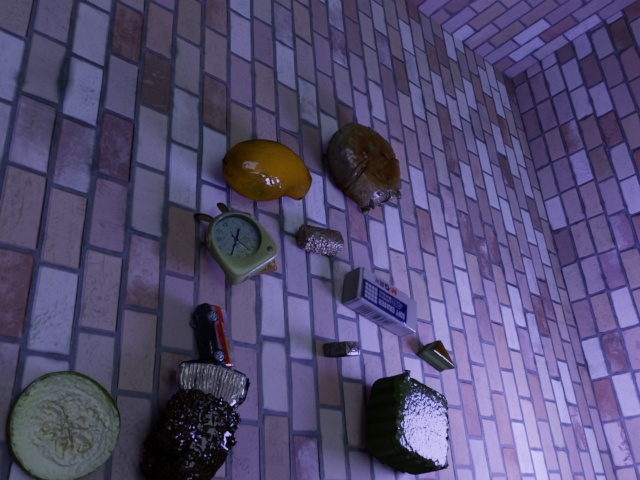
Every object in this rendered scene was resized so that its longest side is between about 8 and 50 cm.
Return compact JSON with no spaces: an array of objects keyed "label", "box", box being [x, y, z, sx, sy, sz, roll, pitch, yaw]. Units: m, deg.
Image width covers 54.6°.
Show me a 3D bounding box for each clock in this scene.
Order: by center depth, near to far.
[{"label":"clock","box":[-0.238,-0.007,1.687,0.170,0.069,0.232,-32,80,-32]}]

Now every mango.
[{"label":"mango","box":[-0.156,-0.210,1.869,0.359,0.144,0.187,-6,84,-54]}]

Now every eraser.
[{"label":"eraser","box":[0.199,0.206,2.041,0.279,0.081,0.124,33,47,-29]}]

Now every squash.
[{"label":"squash","box":[-0.509,0.369,1.234,0.219,0.041,0.219,25,51,-35]}]

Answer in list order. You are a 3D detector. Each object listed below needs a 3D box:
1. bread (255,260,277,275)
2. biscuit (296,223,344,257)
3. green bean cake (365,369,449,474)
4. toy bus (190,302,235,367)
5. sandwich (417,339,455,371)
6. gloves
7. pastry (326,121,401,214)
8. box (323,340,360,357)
[{"label":"bread","box":[-0.176,0.074,1.757,0.062,0.103,0.049,115,-38,-87]},{"label":"biscuit","box":[0.000,0.000,1.964,0.168,0.070,0.082,15,49,-39]},{"label":"green bean cake","box":[0.255,0.546,1.843,0.250,0.156,0.247,32,49,-30]},{"label":"toy bus","box":[-0.264,0.244,1.541,0.077,0.079,0.174,13,58,-52]},{"label":"sandwich","box":[0.399,0.415,2.136,0.074,0.074,0.116,-32,94,-52]},{"label":"gloves","box":[-0.279,0.414,1.378,0.210,0.135,0.312,38,48,-34]},{"label":"pastry","box":[0.159,-0.272,2.233,0.329,0.136,0.330,24,52,-34]},{"label":"box","box":[0.063,0.320,1.818,0.062,0.098,0.045,11,70,-44]}]
